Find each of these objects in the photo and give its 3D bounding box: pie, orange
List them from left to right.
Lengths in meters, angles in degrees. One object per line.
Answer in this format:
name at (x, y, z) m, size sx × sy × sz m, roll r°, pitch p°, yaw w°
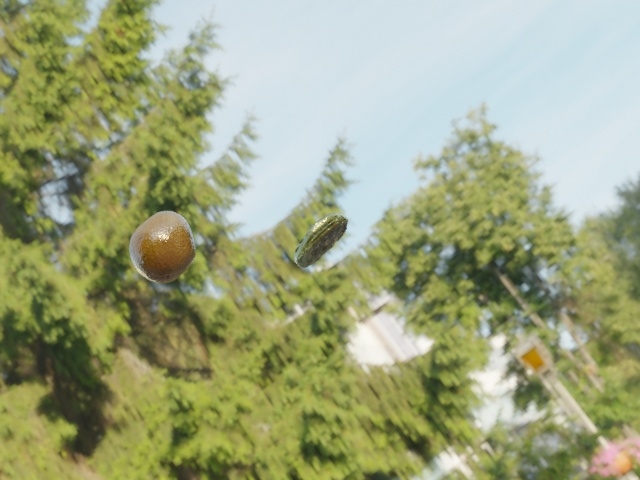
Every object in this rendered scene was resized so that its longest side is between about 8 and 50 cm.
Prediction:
orange at (-0.176, 0.007, 1.158) m, size 0.085 × 0.085 × 0.085 m, roll -31°, pitch -19°, yaw -12°
pie at (0.000, 0.000, 1.247) m, size 0.084 × 0.020 × 0.084 m, roll -40°, pitch -19°, yaw -17°
